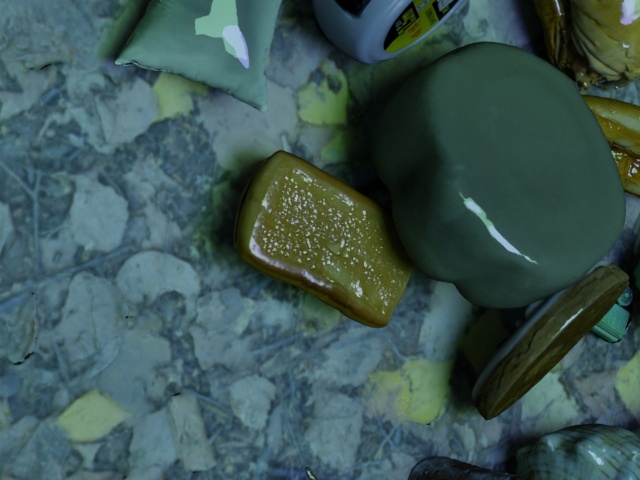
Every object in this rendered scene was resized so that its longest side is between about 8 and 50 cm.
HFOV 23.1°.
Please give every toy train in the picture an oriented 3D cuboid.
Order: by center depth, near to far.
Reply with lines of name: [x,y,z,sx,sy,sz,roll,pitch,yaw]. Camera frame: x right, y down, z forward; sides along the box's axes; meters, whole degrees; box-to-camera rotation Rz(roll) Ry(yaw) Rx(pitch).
toy train: [0.292,0.058,1.719,0.148,0.038,0.071,30,79,-34]

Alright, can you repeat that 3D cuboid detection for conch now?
conch: [0.328,0.282,1.679,0.386,0.203,0.169,-7,58,-23]

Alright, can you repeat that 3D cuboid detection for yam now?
yam: [0.160,0.264,1.576,0.079,0.141,0.079,-4,97,-38]

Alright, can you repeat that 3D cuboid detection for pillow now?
pillow: [-0.093,-0.253,1.394,0.144,0.078,0.254,12,86,-26]

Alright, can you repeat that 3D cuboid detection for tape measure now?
tape measure: [0.069,-0.253,1.453,0.178,0.196,0.105,-41,78,0]

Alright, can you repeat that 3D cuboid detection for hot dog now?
hot dog: [0.327,-0.105,1.711,0.249,0.076,0.102,14,122,-34]

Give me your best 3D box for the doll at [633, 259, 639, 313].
doll: [0.509,0.098,1.794,0.160,0.182,0.363,-46,129,14]

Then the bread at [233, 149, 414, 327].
bread: [0.000,0.000,1.479,0.200,0.077,0.116,29,76,-32]

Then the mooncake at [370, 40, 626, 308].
mooncake: [0.169,-0.062,1.526,0.275,0.135,0.275,22,55,-35]

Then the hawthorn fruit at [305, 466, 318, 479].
hawthorn fruit: [0.017,0.293,1.482,0.148,0.148,0.172,-20,89,-33]

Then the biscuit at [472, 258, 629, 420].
biscuit: [0.230,0.097,1.608,0.208,0.049,0.181,-45,163,7]

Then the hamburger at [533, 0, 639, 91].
hamburger: [0.347,-0.308,1.660,0.319,0.158,0.318,-6,100,-41]
